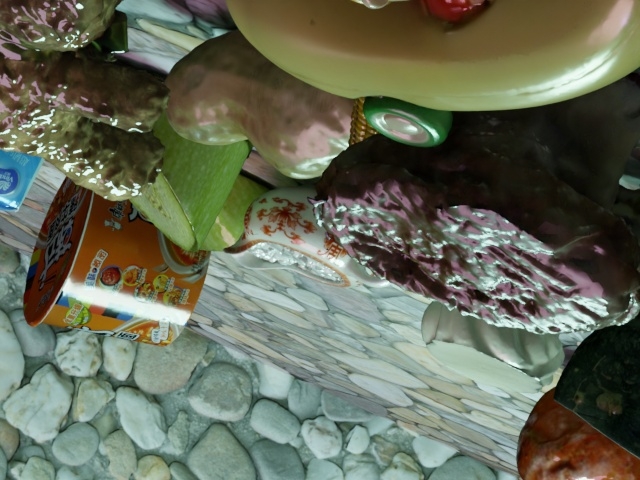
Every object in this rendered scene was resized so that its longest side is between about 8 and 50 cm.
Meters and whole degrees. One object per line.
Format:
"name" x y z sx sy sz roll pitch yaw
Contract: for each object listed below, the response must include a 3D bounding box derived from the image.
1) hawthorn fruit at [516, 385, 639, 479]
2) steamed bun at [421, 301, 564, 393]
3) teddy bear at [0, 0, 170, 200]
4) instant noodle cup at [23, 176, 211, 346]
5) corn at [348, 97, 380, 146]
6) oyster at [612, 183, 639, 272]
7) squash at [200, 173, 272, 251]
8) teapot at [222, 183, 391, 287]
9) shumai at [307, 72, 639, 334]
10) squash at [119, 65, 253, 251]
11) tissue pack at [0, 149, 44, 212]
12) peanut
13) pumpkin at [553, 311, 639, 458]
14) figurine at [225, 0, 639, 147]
"hawthorn fruit" 0.398 0.274 1.875 0.242 0.242 0.271 30 137 -25
"steamed bun" 0.210 0.107 1.713 0.182 0.106 0.183 19 165 5
"teddy bear" -0.205 -0.178 1.200 0.246 0.222 0.296 55 -159 20
"instant noodle cup" -0.277 0.027 2.009 0.192 0.250 0.250 20 170 -23
"corn" 0.056 -0.078 1.082 0.072 0.072 0.203 19 123 22
"oyster" 0.180 -0.003 1.170 0.294 0.094 0.166 26 -153 25
"squash" -0.113 -0.065 1.791 0.204 0.155 0.237 -13 -169 -37
"teapot" 0.000 0.000 1.643 0.245 0.116 0.159 14 152 47
"shumai" 0.135 -0.046 1.032 0.218 0.185 0.184 7 143 27
"squash" -0.192 -0.100 1.564 0.220 0.133 0.220 29 168 7
"tissue pack" -0.500 -0.158 1.813 0.198 0.146 0.263 13 163 38
"peanut" -0.037 -0.119 1.208 0.263 0.117 0.101 17 167 40
"pumpkin" 0.378 0.134 1.318 0.263 0.197 0.293 30 -179 41
"figurine" 0.066 -0.161 0.842 0.324 0.124 0.222 4 154 49
